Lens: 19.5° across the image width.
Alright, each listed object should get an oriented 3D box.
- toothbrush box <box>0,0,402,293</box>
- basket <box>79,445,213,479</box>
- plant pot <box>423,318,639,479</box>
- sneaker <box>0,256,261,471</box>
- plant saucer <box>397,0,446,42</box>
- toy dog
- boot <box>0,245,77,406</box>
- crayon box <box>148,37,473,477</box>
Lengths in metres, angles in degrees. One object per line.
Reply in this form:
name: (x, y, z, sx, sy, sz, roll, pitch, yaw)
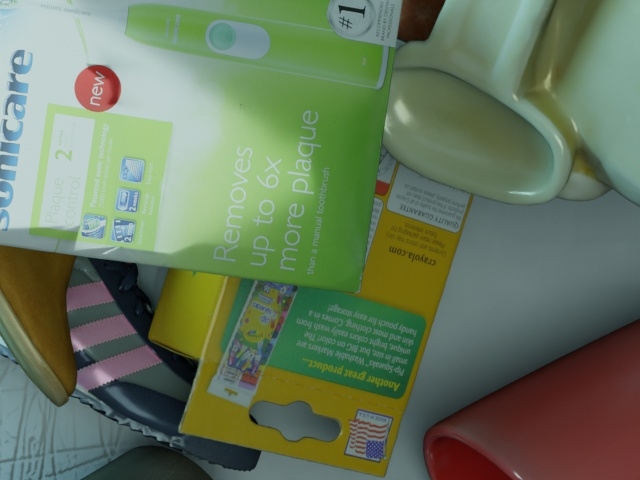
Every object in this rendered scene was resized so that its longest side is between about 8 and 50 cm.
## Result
toothbrush box: (-0.106, -0.086, 1.238, 0.283, 0.122, 0.206, 9, 90, -14)
basket: (-0.174, 0.260, 1.364, 0.154, 0.227, 0.204, 31, 128, 21)
plant pot: (0.254, 0.184, 1.413, 0.243, 0.275, 0.275, -34, 96, -15)
sneaker: (-0.163, 0.057, 1.422, 0.319, 0.112, 0.131, 32, 88, -7)
plant saucer: (0.083, -0.184, 1.490, 0.083, 0.013, 0.083, 0, 92, -6)
toy dog: (0.293, -0.192, 1.343, 0.395, 0.408, 0.285, 25, 122, 25)
boot: (-0.171, -0.046, 1.348, 0.211, 0.104, 0.295, -25, 70, -14)
crayon box: (0.000, 0.000, 1.412, 0.203, 0.083, 0.323, 18, 89, -37)
